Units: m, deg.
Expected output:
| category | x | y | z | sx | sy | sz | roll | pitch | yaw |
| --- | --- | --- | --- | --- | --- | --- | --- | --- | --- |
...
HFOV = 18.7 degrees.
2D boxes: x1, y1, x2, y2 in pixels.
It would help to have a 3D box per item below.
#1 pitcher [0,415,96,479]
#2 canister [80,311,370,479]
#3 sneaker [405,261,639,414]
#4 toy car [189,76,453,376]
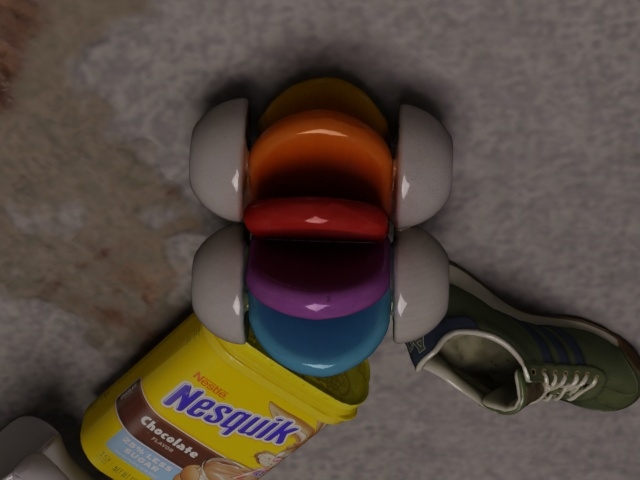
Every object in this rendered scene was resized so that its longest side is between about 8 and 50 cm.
| category | x | y | z | sx | sy | sz | roll | pitch | yaw |
| --- | --- | --- | --- | --- | --- | --- | --- | --- | --- |
| pitcher | -0.156 | 0.225 | 1.324 | 0.125 | 0.178 | 0.207 | -36 | 100 | -16 |
| canister | -0.067 | 0.110 | 1.319 | 0.126 | 0.073 | 0.170 | 33 | 126 | -23 |
| sneaker | 0.132 | 0.087 | 1.282 | 0.192 | 0.086 | 0.064 | 25 | 127 | -19 |
| toy car | 0.000 | 0.000 | 1.163 | 0.159 | 0.136 | 0.182 | 1 | 109 | 0 |
